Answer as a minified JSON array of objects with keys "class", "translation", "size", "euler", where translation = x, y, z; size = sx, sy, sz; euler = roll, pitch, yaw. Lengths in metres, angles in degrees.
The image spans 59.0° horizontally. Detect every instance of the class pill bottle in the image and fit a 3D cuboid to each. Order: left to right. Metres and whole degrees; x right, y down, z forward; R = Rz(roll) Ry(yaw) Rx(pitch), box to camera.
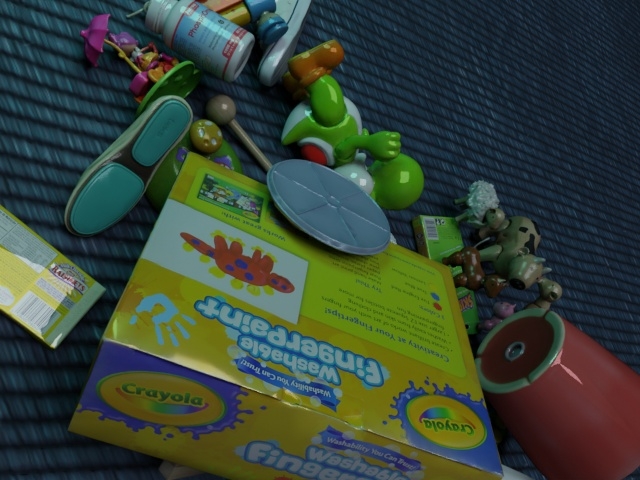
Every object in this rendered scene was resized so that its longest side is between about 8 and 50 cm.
[{"class":"pill bottle","translation":[-0.194,-0.331,0.910],"size":[0.160,0.087,0.087],"euler":[28,57,-7]}]

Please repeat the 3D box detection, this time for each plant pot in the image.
[{"class":"plant pot","translation":[0.436,0.276,1.058],"size":[0.243,0.275,0.275],"euler":[43,53,-15]}]

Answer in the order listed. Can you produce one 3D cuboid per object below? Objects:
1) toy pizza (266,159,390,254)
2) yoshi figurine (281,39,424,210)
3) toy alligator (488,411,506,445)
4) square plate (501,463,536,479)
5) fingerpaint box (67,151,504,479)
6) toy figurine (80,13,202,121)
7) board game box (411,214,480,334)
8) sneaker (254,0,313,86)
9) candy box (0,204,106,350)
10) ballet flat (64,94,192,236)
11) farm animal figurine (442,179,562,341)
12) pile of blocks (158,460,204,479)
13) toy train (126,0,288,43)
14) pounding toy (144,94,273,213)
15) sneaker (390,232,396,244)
[{"class":"toy pizza","translation":[0.010,-0.045,0.811],"size":[0.201,0.032,0.201],"euler":[24,32,-16]},{"class":"yoshi figurine","translation":[0.076,-0.187,1.063],"size":[0.203,0.203,0.362],"euler":[-32,100,-49]},{"class":"toy alligator","translation":[0.328,0.401,1.126],"size":[0.051,0.056,0.190],"euler":[26,48,21]},{"class":"square plate","translation":[0.232,0.533,0.949],"size":[0.344,0.049,0.347],"euler":[32,72,-26]},{"class":"fingerpaint box","translation":[-0.028,0.120,0.736],"size":[0.444,0.163,0.371],"euler":[23,33,-15]},{"class":"toy figurine","translation":[-0.290,-0.287,0.888],"size":[0.159,0.130,0.173],"euler":[43,31,-5]},{"class":"board game box","translation":[0.271,0.075,1.211],"size":[0.124,0.039,0.260],"euler":[2,70,-38]},{"class":"sneaker","translation":[-0.088,-0.405,1.098],"size":[0.091,0.094,0.258],"euler":[19,59,-3]},{"class":"candy box","translation":[-0.394,0.039,0.730],"size":[0.206,0.027,0.105],"euler":[44,50,-16]},{"class":"ballet flat","translation":[-0.283,-0.113,0.826],"size":[0.086,0.086,0.248],"euler":[43,79,-16]},{"class":"farm animal figurine","translation":[0.420,0.069,1.212],"size":[0.330,0.172,0.327],"euler":[43,45,-32]},{"class":"pile of blocks","translation":[-0.105,0.222,0.848],"size":[0.112,0.149,0.362],"euler":[34,29,31]},{"class":"toy train","translation":[-0.188,-0.377,0.982],"size":[0.248,0.105,0.143],"euler":[-31,86,-14]},{"class":"pounding toy","translation":[-0.169,-0.136,0.910],"size":[0.183,0.110,0.237],"euler":[50,52,-11]},{"class":"sneaker","translation":[0.000,0.000,0.997],"size":[0.268,0.153,0.101],"euler":[20,75,9]}]
